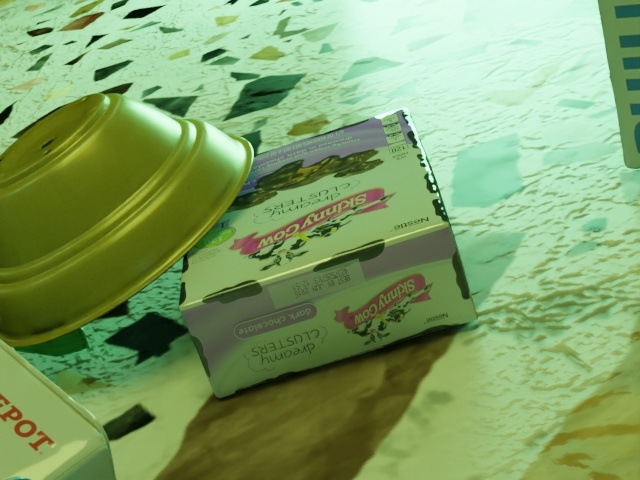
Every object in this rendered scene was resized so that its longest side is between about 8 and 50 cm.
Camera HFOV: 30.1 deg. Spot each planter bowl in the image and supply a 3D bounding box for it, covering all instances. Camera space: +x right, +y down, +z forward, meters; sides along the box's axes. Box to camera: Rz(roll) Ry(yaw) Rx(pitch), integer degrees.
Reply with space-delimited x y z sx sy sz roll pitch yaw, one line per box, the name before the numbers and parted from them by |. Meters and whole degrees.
planter bowl | -0.159 -0.035 0.798 0.217 0.090 0.217 -29 24 14

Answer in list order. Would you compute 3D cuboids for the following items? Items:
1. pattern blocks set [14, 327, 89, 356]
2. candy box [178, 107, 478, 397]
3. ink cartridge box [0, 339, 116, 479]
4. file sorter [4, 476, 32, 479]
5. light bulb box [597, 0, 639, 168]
pattern blocks set | -0.294 0.139 0.739 0.285 0.026 0.325 11 39 44
candy box | 0.000 0.000 0.766 0.164 0.070 0.196 -17 26 4
ink cartridge box | -0.225 0.144 0.569 0.219 0.093 0.160 -34 50 -31
file sorter | -0.071 0.165 0.459 0.170 0.105 0.118 -1 30 31
light bulb box | 0.350 -0.248 0.698 0.361 0.358 0.225 0 30 34
